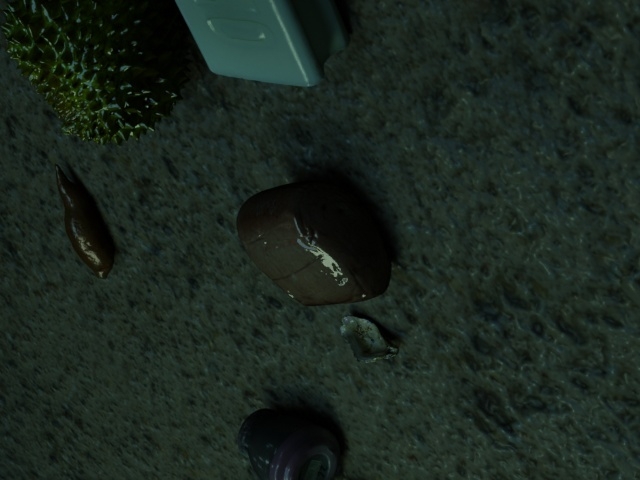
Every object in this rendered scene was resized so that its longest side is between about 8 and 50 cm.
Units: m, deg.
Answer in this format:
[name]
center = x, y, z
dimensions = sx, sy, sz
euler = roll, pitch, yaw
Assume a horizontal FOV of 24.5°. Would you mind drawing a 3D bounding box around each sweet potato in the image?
[sweet potato]
center = -0.350, -0.028, 2.156
dimensions = 0.056, 0.056, 0.195
euler = 4, 119, 46

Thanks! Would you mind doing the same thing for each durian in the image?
[durian]
center = -0.251, -0.230, 1.732
dimensions = 0.176, 0.200, 0.237
euler = -13, 115, 25

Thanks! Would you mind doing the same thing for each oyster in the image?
[oyster]
center = 0.062, 0.128, 1.865
dimensions = 0.093, 0.034, 0.051
euler = 43, 130, 29

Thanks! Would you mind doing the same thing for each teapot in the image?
[teapot]
center = -0.040, 0.297, 2.089
dimensions = 0.146, 0.148, 0.116
euler = 27, 104, 46

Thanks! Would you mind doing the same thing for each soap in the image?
[soap]
center = -0.089, -0.292, 1.542
dimensions = 0.160, 0.087, 0.265
euler = 13, 145, 35

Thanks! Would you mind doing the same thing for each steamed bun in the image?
[steamed bun]
center = 0.000, 0.000, 1.761
dimensions = 0.145, 0.106, 0.175
euler = -15, 124, 46
